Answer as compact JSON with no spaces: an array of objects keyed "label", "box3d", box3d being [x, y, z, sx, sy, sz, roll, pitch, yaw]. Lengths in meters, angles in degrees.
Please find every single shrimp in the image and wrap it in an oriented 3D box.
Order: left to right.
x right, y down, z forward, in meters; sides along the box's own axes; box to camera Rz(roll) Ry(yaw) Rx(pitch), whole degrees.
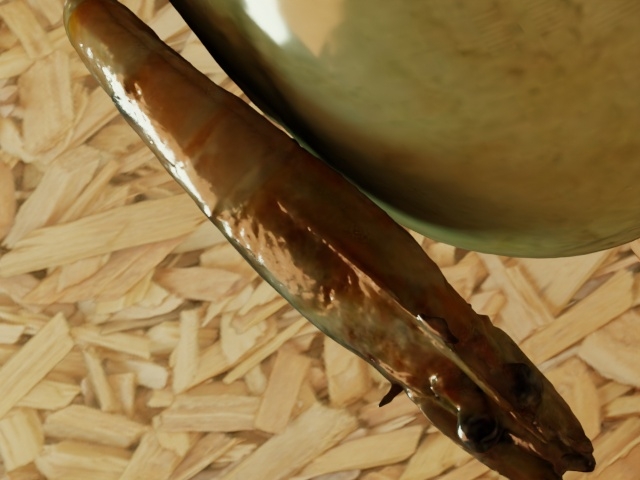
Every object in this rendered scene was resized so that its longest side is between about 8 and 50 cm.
[{"label":"shrimp","box3d":[0.000,0.000,0.803,0.296,0.058,0.169,44,-177,9]}]

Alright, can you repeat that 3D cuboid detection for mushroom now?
[{"label":"mushroom","box3d":[0.063,-0.149,0.802,0.352,0.260,0.352,51,176,5]}]
